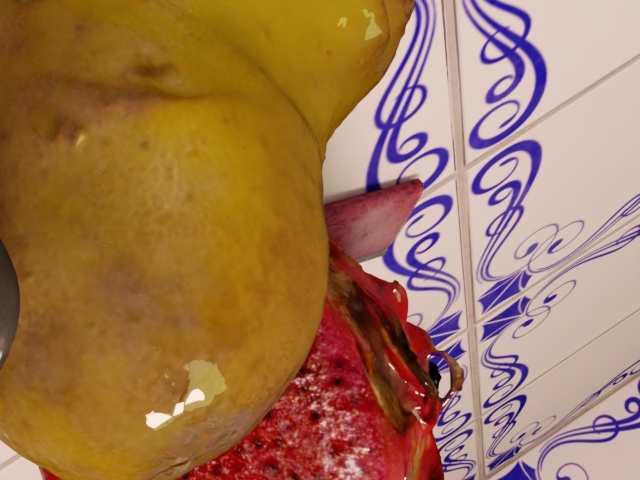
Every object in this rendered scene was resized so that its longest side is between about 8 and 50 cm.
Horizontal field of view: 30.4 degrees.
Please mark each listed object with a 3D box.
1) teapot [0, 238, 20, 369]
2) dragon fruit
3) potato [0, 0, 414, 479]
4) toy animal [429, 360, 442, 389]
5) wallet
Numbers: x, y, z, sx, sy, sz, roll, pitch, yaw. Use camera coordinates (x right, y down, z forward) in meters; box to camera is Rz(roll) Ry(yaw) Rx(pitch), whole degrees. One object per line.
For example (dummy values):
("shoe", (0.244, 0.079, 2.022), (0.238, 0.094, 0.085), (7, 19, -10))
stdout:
("teapot", (-0.321, -0.034, 0.545), (0.223, 0.305, 0.285), (-50, 135, -38))
("dragon fruit", (-0.056, 0.156, 1.044), (0.249, 0.371, 0.386), (-21, 126, -60))
("potato", (-0.068, -0.023, 0.774), (0.397, 0.296, 0.290), (-26, 155, -17))
("toy animal", (0.057, 0.222, 1.539), (0.179, 0.138, 0.166), (-21, 136, -39))
("wallet", (0.000, 0.000, 1.209), (0.232, 0.025, 0.119), (-17, 149, -37))
